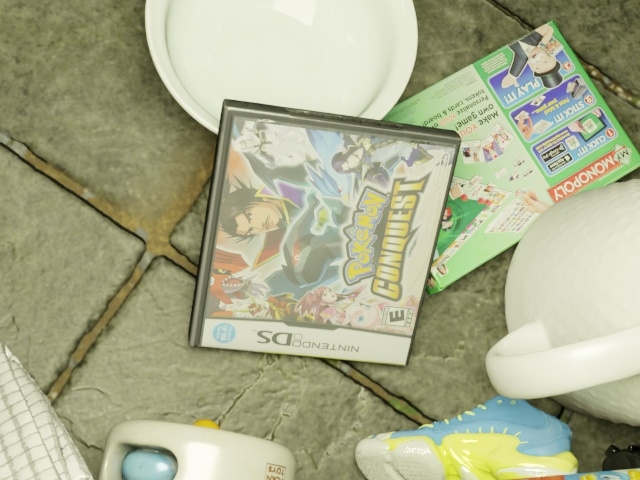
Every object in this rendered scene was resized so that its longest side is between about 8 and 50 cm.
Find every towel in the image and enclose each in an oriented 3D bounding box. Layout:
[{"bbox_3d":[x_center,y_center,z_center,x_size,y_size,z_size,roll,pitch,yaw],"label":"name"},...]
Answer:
[{"bbox_3d":[-0.324,0.250,0.959,0.235,0.283,0.121,-34,129,-13],"label":"towel"}]

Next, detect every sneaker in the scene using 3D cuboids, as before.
[{"bbox_3d":[0.164,0.226,1.149,0.240,0.091,0.126,6,37,20],"label":"sneaker"}]

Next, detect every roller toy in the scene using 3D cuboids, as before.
[{"bbox_3d":[-0.121,0.250,1.036,0.209,0.191,0.146,12,74,-9],"label":"roller toy"}]

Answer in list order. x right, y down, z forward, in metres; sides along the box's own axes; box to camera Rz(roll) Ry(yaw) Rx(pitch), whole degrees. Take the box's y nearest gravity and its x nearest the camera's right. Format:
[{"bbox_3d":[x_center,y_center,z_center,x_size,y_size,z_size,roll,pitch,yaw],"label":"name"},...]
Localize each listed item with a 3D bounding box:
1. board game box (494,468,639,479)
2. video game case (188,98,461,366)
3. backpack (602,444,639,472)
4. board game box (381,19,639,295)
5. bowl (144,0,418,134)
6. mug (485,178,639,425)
[{"bbox_3d":[0.319,0.306,1.006,0.275,0.142,0.144,-1,95,-13],"label":"board game box"},{"bbox_3d":[0.000,0.000,1.122,0.248,0.035,0.275,7,113,-11],"label":"video game case"},{"bbox_3d":[0.422,0.298,1.180,0.182,0.152,0.115,21,79,-20],"label":"backpack"},{"bbox_3d":[0.207,-0.104,1.265,0.317,0.046,0.213,-30,86,-17],"label":"board game box"},{"bbox_3d":[-0.051,-0.222,1.190,0.298,0.134,0.298,3,78,-12],"label":"bowl"},{"bbox_3d":[0.345,0.079,1.082,0.374,0.328,0.276,-19,92,-17],"label":"mug"}]
